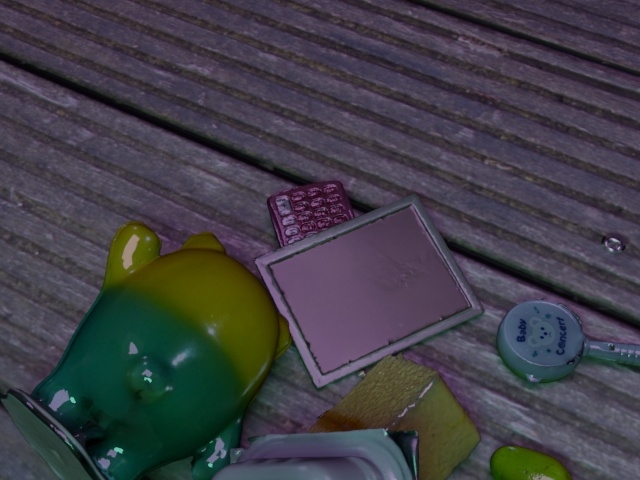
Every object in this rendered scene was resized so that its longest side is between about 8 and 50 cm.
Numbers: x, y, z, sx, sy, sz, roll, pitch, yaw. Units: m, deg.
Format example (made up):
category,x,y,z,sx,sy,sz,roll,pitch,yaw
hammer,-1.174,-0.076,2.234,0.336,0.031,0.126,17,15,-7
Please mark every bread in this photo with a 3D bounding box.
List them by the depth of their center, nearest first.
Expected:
category,x,y,z,sx,sy,sz,roll,pitch,yaw
bread,0.059,0.265,1.071,0.178,0.142,0.266,43,73,14

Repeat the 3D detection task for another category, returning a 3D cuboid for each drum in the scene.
category,x,y,z,sx,sy,sz,roll,pitch,yaw
drum,0.362,0.161,1.176,0.253,0.049,0.130,20,56,15

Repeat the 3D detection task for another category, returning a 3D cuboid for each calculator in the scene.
category,x,y,z,sx,sy,sz,roll,pitch,yaw
calculator,0.000,0.000,1.306,0.127,0.034,0.190,-14,62,-9

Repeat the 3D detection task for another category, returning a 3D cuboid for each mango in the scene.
category,x,y,z,sx,sy,sz,roll,pitch,yaw
mango,0.260,0.292,1.080,0.108,0.056,0.073,26,53,33

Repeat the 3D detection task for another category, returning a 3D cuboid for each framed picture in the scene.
category,x,y,z,sx,sy,sz,roll,pitch,yaw
framed picture,0.068,0.067,1.246,0.274,0.017,0.217,-21,68,-14

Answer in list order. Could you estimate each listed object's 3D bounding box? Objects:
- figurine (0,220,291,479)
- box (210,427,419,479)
category,x,y,z,sx,sy,sz,roll,pitch,yaw
figurine,-0.195,0.149,1.080,0.323,0.231,0.340,48,58,-4
box,-0.037,0.357,0.888,0.264,0.106,0.336,-12,65,34
